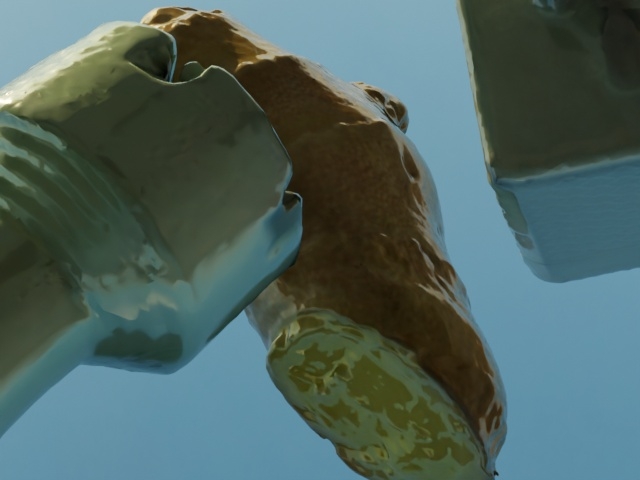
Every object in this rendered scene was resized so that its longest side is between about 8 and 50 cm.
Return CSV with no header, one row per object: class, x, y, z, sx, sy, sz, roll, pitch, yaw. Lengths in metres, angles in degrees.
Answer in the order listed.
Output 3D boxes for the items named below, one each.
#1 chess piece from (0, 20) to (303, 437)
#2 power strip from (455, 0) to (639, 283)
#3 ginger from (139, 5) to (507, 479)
chess piece,-0.143,0.049,0.490,0.194,0.194,0.299,39,-121,14
power strip,0.138,-0.082,0.661,0.139,0.224,0.140,-11,-109,13
ginger,0.000,0.000,0.856,0.190,0.126,0.354,-15,-115,-31
